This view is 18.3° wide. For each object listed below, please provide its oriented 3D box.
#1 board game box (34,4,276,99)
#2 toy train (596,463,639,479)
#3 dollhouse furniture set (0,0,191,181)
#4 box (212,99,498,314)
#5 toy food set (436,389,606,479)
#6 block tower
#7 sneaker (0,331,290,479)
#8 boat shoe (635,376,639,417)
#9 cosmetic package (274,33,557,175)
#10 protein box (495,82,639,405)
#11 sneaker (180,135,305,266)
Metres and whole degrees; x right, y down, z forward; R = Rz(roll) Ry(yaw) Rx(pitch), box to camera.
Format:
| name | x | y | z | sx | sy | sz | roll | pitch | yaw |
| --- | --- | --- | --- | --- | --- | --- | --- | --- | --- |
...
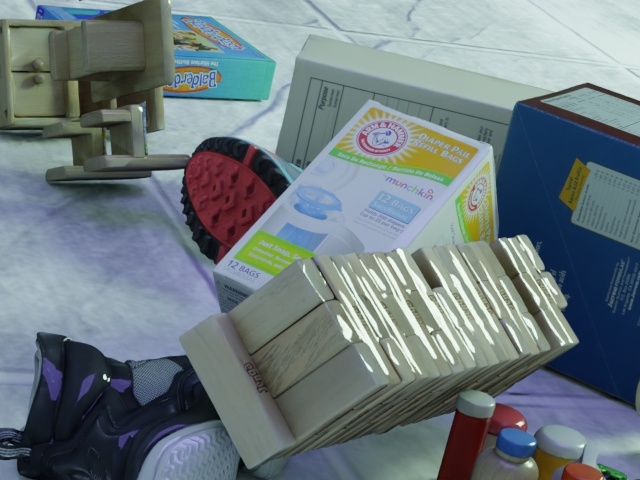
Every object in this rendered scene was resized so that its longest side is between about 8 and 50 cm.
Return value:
| name | x | y | z | sx | sy | sz | roll | pitch | yaw |
| --- | --- | --- | --- | --- | --- | --- | --- | --- | --- |
| board game box | -0.176 | -0.198 | 2.087 | 0.210 | 0.047 | 0.160 | 0 | 23 | -31 |
| toy train | 0.224 | 0.175 | 1.371 | 0.083 | 0.017 | 0.023 | 21 | 11 | 21 |
| dollhouse furniture set | -0.174 | -0.160 | 1.759 | 0.161 | 0.212 | 0.242 | -2 | -2 | -33 |
| box | 0.030 | 0.010 | 1.439 | 0.114 | 0.103 | 0.203 | 24 | 55 | 27 |
| toy food set | 0.133 | 0.145 | 1.263 | 0.111 | 0.104 | 0.232 | 15 | 20 | 7 |
| block tower | 0.053 | 0.062 | 1.255 | 0.335 | 0.097 | 0.091 | -7 | 64 | -59 |
| sneaker | -0.101 | 0.098 | 1.251 | 0.153 | 0.101 | 0.268 | 18 | 21 | 14 |
| boat shoe | 0.379 | 0.137 | 1.446 | 0.302 | 0.109 | 0.098 | 13 | 18 | -15 |
| cosmetic package | 0.117 | -0.065 | 1.748 | 0.309 | 0.160 | 0.113 | 15 | 19 | 3 |
| protein box | 0.245 | 0.004 | 1.575 | 0.201 | 0.200 | 0.136 | 23 | 22 | 27 |
| sneaker | 0.000 | 0.000 | 1.626 | 0.262 | 0.104 | 0.125 | 32 | 13 | 27 |
